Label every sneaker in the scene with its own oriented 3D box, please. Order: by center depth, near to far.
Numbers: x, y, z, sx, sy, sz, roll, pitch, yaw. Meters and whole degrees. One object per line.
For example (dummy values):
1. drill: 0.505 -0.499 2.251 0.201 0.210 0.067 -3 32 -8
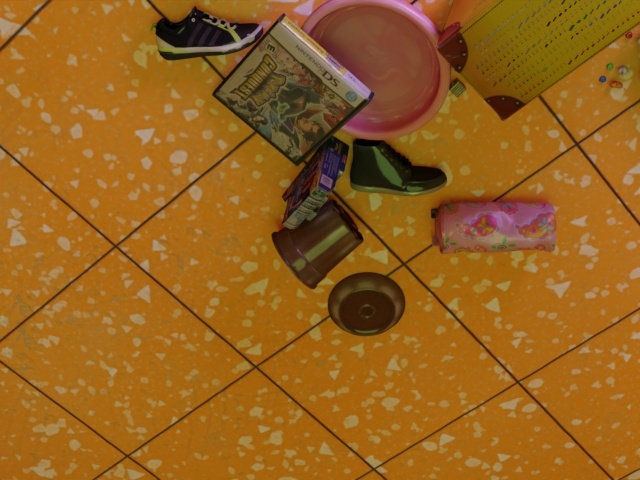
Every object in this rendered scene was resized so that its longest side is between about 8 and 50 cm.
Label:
1. sneaker: -0.238 -0.437 1.815 0.235 0.084 0.097 -8 119 5
2. sneaker: 0.178 -0.170 1.977 0.222 0.083 0.118 0 121 1

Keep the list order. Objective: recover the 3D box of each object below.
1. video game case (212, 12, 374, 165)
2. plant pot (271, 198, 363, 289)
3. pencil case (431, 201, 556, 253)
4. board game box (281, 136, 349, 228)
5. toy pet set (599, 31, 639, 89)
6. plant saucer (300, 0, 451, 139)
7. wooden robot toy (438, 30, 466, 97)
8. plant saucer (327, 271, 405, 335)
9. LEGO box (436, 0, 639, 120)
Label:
1. video game case: -0.063 -0.309 1.850 0.248 0.035 0.275 39 135 -14
2. plant pot: 0.000 0.000 2.043 0.165 0.167 0.167 -37 115 12
3. pencil case: 0.405 -0.028 2.047 0.284 0.124 0.124 -2 121 1
4. board game box: -0.023 -0.111 1.976 0.060 0.194 0.194 31 131 -16
5. toy pet set: 0.682 -0.365 1.869 0.114 0.065 0.122 17 120 -10
6. plant saucer: 0.109 -0.367 1.819 0.332 0.084 0.332 9 131 11
7. wooden robot toy: 0.251 -0.367 1.860 0.076 0.079 0.173 -27 117 15
8. plant saucer: 0.117 0.172 2.213 0.199 0.036 0.198 0 122 0
9. LEGO box: 0.470 -0.494 1.538 0.193 0.372 0.500 43 128 -15
